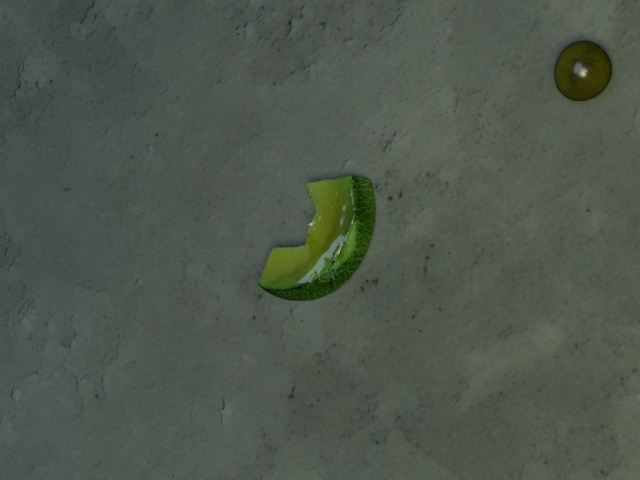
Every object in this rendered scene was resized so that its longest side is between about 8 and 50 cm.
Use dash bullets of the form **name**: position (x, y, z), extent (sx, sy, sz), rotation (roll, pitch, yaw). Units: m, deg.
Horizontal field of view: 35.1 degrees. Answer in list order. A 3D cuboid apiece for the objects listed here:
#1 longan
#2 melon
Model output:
- **longan**: position (0.323, -0.212, 1.265), extent (0.083, 0.075, 0.075), rotation (27, 103, 66)
- **melon**: position (0.000, 0.000, 1.413), extent (0.118, 0.064, 0.209), rotation (27, 97, 29)
